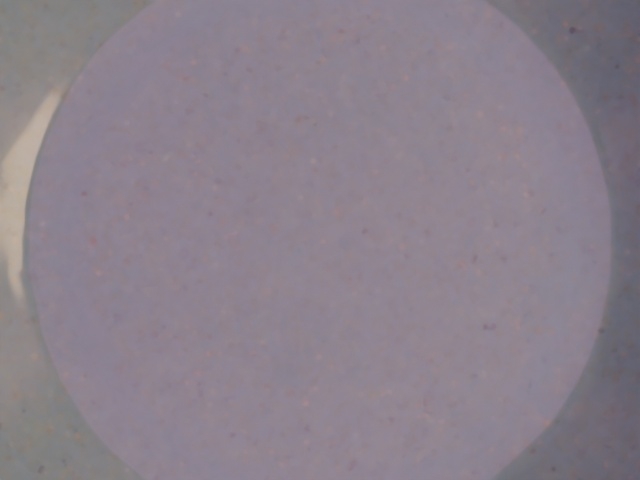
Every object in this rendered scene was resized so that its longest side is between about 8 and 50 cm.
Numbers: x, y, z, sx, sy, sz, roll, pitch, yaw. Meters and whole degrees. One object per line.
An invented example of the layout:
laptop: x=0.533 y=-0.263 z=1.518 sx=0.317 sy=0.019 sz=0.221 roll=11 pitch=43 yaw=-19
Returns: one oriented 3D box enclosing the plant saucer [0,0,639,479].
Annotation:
plant saucer: x=0.000 y=0.000 z=0.343 sx=0.194 sy=0.037 sz=0.195 roll=0 pitch=90 yaw=0
